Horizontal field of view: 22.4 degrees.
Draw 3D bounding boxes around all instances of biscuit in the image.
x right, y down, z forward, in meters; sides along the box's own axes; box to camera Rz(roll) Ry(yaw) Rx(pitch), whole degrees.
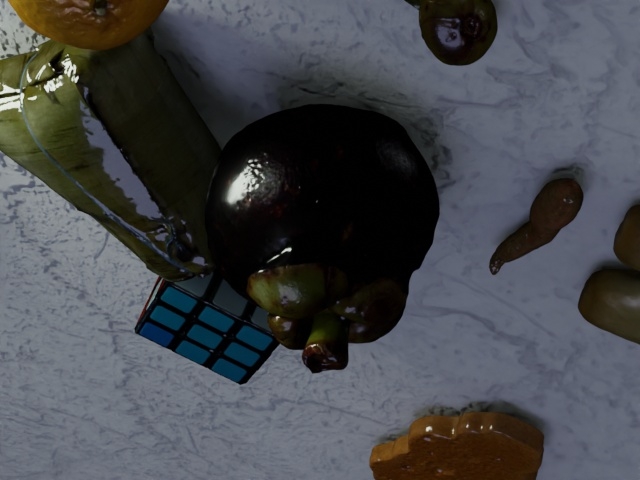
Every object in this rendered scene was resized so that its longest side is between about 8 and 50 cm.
[{"bbox_3d":[0.451,0.074,1.825,0.291,0.062,0.237,22,148,2],"label":"biscuit"},{"bbox_3d":[0.207,0.316,2.334,0.202,0.047,0.334,27,149,-12],"label":"biscuit"}]

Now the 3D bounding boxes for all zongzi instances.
[{"bbox_3d":[-0.282,-0.088,1.878,0.360,0.160,0.323,-7,122,37],"label":"zongzi"}]

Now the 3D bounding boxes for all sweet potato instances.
[{"bbox_3d":[0.244,-0.017,1.820,0.050,0.050,0.214,24,151,-5],"label":"sweet potato"}]

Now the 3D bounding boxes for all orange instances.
[{"bbox_3d":[-0.232,-0.272,1.603,0.178,0.155,0.177,8,138,7],"label":"orange"}]

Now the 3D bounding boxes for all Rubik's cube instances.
[{"bbox_3d":[-0.114,0.056,2.004,0.161,0.163,0.162,27,148,-7],"label":"Rubik's cube"}]

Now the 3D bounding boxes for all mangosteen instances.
[{"bbox_3d":[-0.003,-0.003,1.759,0.233,0.287,0.287,17,148,14],"label":"mangosteen"}]

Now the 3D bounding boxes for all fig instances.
[{"bbox_3d":[0.128,-0.215,1.579,0.084,0.082,0.098,19,-169,-24],"label":"fig"}]
